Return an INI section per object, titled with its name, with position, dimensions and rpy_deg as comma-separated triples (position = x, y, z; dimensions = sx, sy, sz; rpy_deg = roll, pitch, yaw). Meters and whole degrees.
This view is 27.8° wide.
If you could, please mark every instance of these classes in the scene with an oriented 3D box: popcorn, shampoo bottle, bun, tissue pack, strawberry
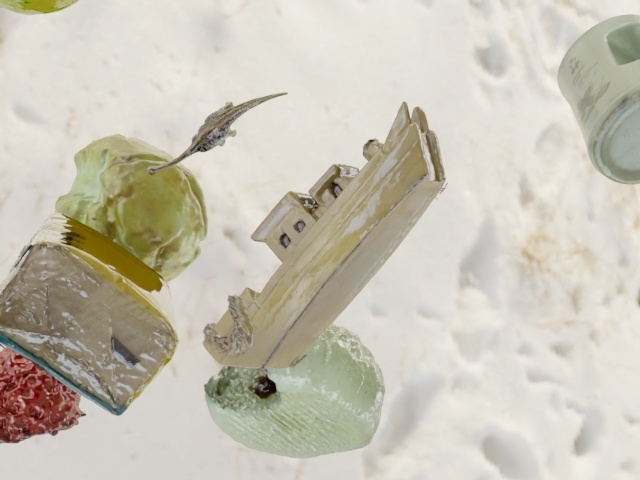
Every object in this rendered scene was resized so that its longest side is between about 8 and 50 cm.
[popcorn]
position = -0.245, -0.039, 1.717
dimensions = 0.204, 0.184, 0.221
rpy_deg = 39, 15, -28
[shampoo bottle]
position = 0.287, -0.148, 1.223
dimensions = 0.087, 0.118, 0.234
rpy_deg = 42, 20, -21
[bun]
position = -0.026, 0.157, 1.473
dimensions = 0.204, 0.212, 0.126
rpy_deg = 61, 32, -42
[tissue pack]
position = -0.263, 0.073, 1.458
dimensions = 0.192, 0.271, 0.134
rpy_deg = 35, 92, -12
[strawberry]
position = -0.432, 0.200, 1.741
dimensions = 0.236, 0.190, 0.111
rpy_deg = -15, 111, -52

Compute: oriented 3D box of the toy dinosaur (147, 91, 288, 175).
[toy dinosaur]
position = -0.109, -0.121, 1.395
dimensions = 0.037, 0.180, 0.058
rpy_deg = 49, 17, -8

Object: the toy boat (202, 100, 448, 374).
[toy boat]
position = 0.000, 0.000, 0.804
dimensions = 0.072, 0.206, 0.064
rpy_deg = 47, 18, 24

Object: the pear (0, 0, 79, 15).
[pear]
position = -0.283, -0.386, 1.143
dimensions = 0.391, 0.391, 0.391
rpy_deg = 19, 63, -43
